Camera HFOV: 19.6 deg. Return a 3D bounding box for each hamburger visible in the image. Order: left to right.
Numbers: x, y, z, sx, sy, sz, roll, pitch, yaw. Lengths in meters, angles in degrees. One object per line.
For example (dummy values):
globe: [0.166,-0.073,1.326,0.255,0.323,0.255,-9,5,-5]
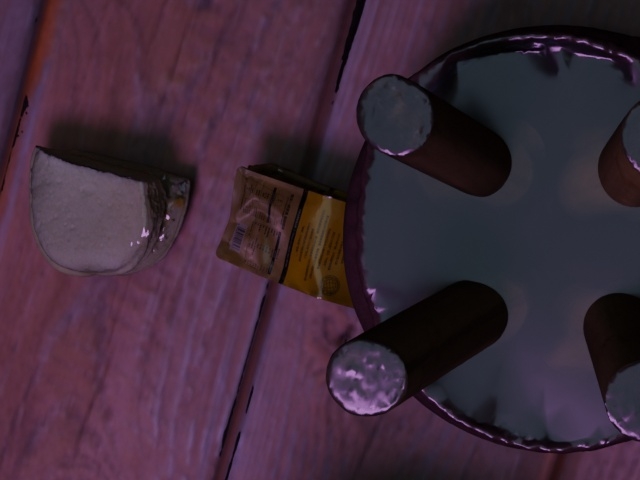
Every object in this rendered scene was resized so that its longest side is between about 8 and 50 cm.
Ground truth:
hamburger: [-0.155,-0.015,1.296,0.121,0.054,0.084,17,105,23]

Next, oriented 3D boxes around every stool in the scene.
stool: [0.129,0.005,1.094,0.272,0.178,0.272,1,95,14]

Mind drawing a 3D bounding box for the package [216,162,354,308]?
package: [0.000,0.000,1.232,0.131,0.047,0.071,23,100,21]
